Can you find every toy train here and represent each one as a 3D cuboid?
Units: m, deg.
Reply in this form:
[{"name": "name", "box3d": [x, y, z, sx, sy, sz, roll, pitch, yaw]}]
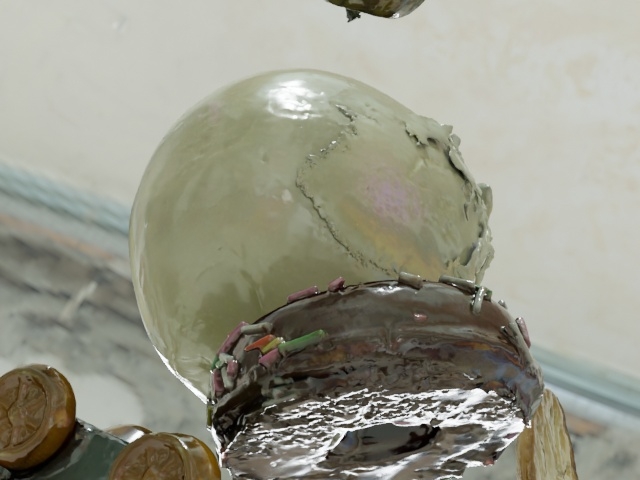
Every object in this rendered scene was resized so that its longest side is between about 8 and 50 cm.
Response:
[{"name": "toy train", "box3d": [-0.172, 0.229, 1.266, 0.369, 0.232, 0.163, 20, -11, 36]}]

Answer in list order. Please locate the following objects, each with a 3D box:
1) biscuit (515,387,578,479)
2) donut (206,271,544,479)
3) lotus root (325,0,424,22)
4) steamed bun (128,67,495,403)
[{"name": "biscuit", "box3d": [0.262, 0.273, 2.015, 0.041, 0.260, 0.203, -19, -54, 21]}, {"name": "donut", "box3d": [0.041, 0.112, 1.350, 0.269, 0.103, 0.270, -5, -27, -3]}, {"name": "lotus root", "box3d": [0.066, -0.294, 1.471, 0.124, 0.241, 0.123, 24, 7, 42]}, {"name": "steamed bun", "box3d": [0.000, 0.000, 1.572, 0.312, 0.334, 0.233, 28, -40, -35]}]
